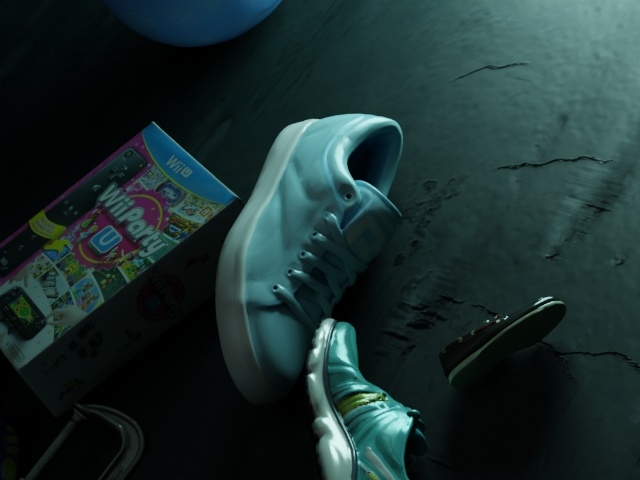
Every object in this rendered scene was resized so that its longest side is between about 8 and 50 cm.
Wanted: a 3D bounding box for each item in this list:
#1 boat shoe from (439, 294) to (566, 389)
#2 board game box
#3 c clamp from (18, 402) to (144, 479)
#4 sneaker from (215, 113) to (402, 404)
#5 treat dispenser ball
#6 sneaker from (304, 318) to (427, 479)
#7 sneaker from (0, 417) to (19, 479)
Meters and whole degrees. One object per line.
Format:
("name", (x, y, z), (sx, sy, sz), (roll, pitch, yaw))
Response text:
("boat shoe", (0.171, 0.089, 1.539), (0.133, 0.049, 0.042), (-35, 49, 12))
("board game box", (-0.242, 0.027, 1.842), (0.303, 0.097, 0.224), (-39, 40, -10))
("c clamp", (-0.271, 0.233, 1.714), (0.137, 0.022, 0.161), (37, 74, 20))
("sneaker", (0.000, 0.000, 1.679), (0.150, 0.135, 0.366), (-14, 47, 33))
("treat dispenser ball", (-0.163, -0.388, 2.030), (0.288, 0.288, 0.288), (-20, 44, 21))
("sneaker", (0.044, 0.184, 1.532), (0.110, 0.107, 0.275), (-9, 42, -4))
("sneaker", (-0.370, 0.280, 1.764), (0.078, 0.067, 0.188), (-40, 38, 32))
